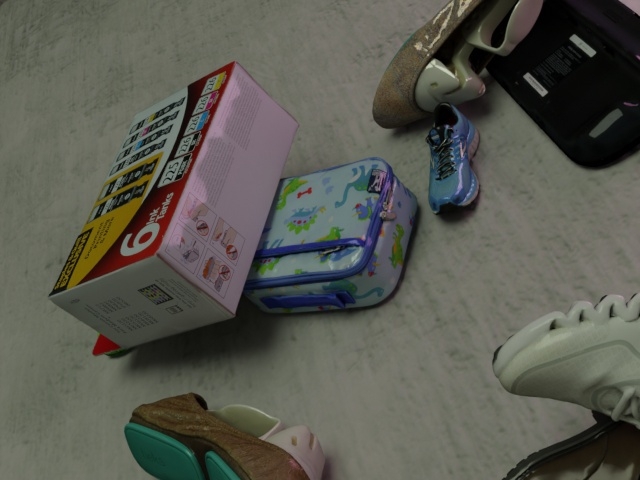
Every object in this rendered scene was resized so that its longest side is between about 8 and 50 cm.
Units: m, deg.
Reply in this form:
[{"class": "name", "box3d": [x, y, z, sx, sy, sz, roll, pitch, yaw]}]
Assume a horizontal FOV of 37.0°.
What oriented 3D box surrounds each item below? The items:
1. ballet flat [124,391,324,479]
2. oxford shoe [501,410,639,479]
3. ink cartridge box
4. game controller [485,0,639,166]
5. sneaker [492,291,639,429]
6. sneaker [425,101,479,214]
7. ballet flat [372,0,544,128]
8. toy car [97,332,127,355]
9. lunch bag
[{"class": "ballet flat", "box3d": [-0.075, 0.226, 0.971, 0.124, 0.116, 0.342, -28, 22, -30]}, {"class": "oxford shoe", "box3d": [0.209, 0.209, 0.757, 0.227, 0.083, 0.096, -39, 39, 2]}, {"class": "ink cartridge box", "box3d": [-0.198, -0.033, 1.192, 0.272, 0.130, 0.309, -20, 41, 38]}, {"class": "game controller", "box3d": [0.303, -0.209, 1.123, 0.166, 0.067, 0.319, -46, 35, 16]}, {"class": "sneaker", "box3d": [0.277, 0.109, 0.712, 0.292, 0.110, 0.118, 1, 63, 3]}, {"class": "sneaker", "box3d": [0.144, -0.098, 1.123, 0.063, 0.073, 0.162, -18, 43, 26]}, {"class": "ballet flat", "box3d": [0.179, -0.238, 1.160, 0.316, 0.108, 0.106, -53, 46, 26]}, {"class": "toy car", "box3d": [-0.272, 0.057, 1.339, 0.239, 0.053, 0.225, -20, 42, 25]}, {"class": "lunch bag", "box3d": [0.000, 0.000, 1.139, 0.219, 0.090, 0.176, -7, 52, 38]}]
